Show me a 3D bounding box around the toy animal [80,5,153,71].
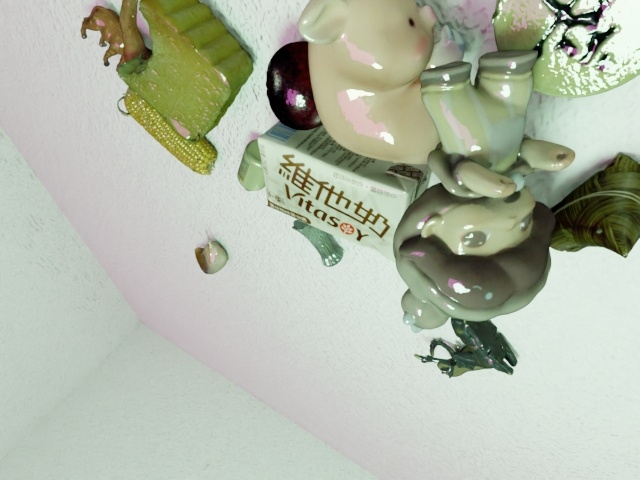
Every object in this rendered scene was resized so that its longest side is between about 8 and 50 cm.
[{"bbox_3d":[-0.443,-0.449,1.021,0.230,0.066,0.224,-11,121,41],"label":"toy animal"}]

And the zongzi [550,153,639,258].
[{"bbox_3d":[0.368,-0.002,0.612,0.084,0.184,0.187,32,147,6],"label":"zongzi"}]

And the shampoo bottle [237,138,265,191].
[{"bbox_3d":[-0.157,-0.168,1.049,0.079,0.079,0.162,40,148,1],"label":"shampoo bottle"}]

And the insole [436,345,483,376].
[{"bbox_3d":[0.388,0.321,1.149,0.086,0.005,0.253,37,148,6],"label":"insole"}]

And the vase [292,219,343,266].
[{"bbox_3d":[0.000,0.000,1.098,0.081,0.081,0.148,-1,132,46],"label":"vase"}]

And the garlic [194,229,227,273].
[{"bbox_3d":[-0.392,0.049,1.553,0.128,0.090,0.198,53,152,3],"label":"garlic"}]

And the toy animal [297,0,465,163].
[{"bbox_3d":[0.090,-0.237,0.613,0.213,0.195,0.256,0,132,9],"label":"toy animal"}]

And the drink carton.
[{"bbox_3d":[0.040,-0.113,0.870,0.324,0.132,0.194,24,145,22],"label":"drink carton"}]

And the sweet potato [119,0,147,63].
[{"bbox_3d":[-0.402,-0.457,0.933,0.050,0.050,0.214,19,118,30],"label":"sweet potato"}]

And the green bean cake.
[{"bbox_3d":[-0.271,-0.350,0.879,0.233,0.124,0.236,44,140,-12],"label":"green bean cake"}]

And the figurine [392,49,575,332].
[{"bbox_3d":[0.205,-0.048,0.590,0.203,0.248,0.380,-133,27,-53],"label":"figurine"}]

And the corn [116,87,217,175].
[{"bbox_3d":[-0.386,-0.285,1.127,0.293,0.106,0.106,43,148,-6],"label":"corn"}]

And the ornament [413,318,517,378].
[{"bbox_3d":[0.322,0.255,1.064,0.202,0.080,0.236,48,147,-11],"label":"ornament"}]

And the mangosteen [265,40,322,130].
[{"bbox_3d":[-0.021,-0.266,0.754,0.152,0.152,0.152,27,145,20],"label":"mangosteen"}]

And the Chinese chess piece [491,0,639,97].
[{"bbox_3d":[0.292,-0.254,0.483,0.188,0.083,0.188,26,142,22],"label":"Chinese chess piece"}]
